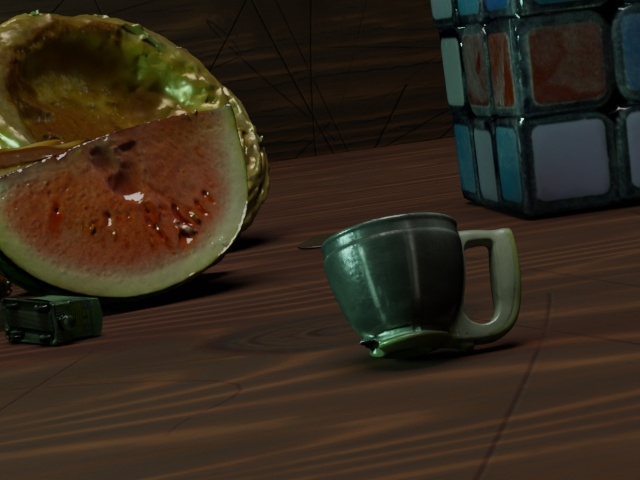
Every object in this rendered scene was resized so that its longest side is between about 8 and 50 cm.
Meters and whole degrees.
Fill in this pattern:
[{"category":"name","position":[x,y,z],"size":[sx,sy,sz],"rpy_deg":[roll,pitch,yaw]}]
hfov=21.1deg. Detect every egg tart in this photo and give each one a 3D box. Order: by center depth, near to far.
[{"category":"egg tart","position":[-0.248,-0.107,2.030],"size":[0.388,0.388,0.169],"rpy_deg":[-13,-34,-46]}]

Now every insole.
[{"category":"insole","position":[0.000,0.000,1.960],"size":[0.045,0.002,0.135],"rpy_deg":[-6,6,10]}]

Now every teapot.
[{"category":"teapot","position":[0.068,0.031,1.132],"size":[0.124,0.091,0.092],"rpy_deg":[-14,-16,13]}]

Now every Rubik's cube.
[{"category":"Rubik's cube","position":[0.352,-0.224,2.070],"size":[0.362,0.359,0.363],"rpy_deg":[-7,8,-12]}]

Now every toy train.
[{"category":"toy train","position":[-0.226,0.064,1.437],"size":[0.056,0.038,0.093],"rpy_deg":[-9,5,-40]}]

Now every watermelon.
[{"category":"watermelon","position":[-0.191,-0.006,1.643],"size":[0.303,0.159,0.128],"rpy_deg":[-24,-10,-33]}]

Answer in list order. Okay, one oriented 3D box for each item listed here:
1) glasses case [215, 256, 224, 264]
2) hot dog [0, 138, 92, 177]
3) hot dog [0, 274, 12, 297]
[{"category":"glasses case","position":[-0.211,0.013,1.774],"size":[0.234,0.064,0.079],"rpy_deg":[-5,3,17]},{"category":"hot dog","position":[-0.330,-0.031,1.635],"size":[0.337,0.100,0.135],"rpy_deg":[-13,9,-37]},{"category":"hot dog","position":[-0.374,0.050,1.783],"size":[0.122,0.037,0.049],"rpy_deg":[-1,-5,20]}]
